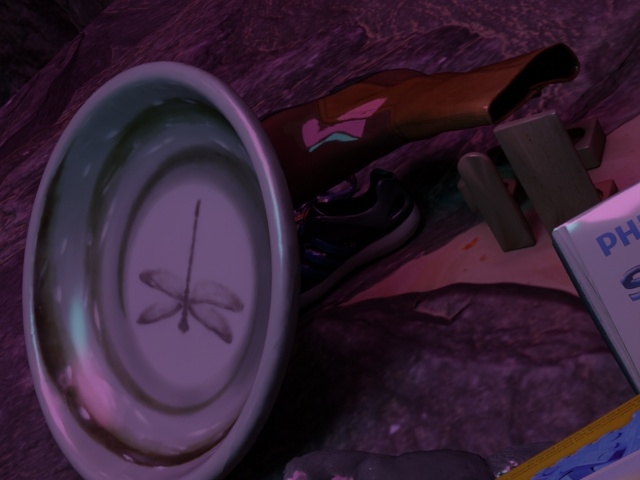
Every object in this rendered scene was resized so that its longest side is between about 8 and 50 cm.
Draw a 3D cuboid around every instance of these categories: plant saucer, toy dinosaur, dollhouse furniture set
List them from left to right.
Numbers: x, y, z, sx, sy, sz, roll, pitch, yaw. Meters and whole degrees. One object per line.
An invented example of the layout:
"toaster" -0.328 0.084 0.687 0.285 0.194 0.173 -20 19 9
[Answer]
"plant saucer" -0.134 0.040 1.066 0.100 0.401 0.400 4 -6 -45
"toy dinosaur" 0.004 -0.047 1.287 0.082 0.047 0.090 -32 9 -41
"dollhouse furniture set" 0.186 -0.089 1.053 0.144 0.123 0.151 -15 32 33

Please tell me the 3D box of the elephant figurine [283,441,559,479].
"elephant figurine" 0.042 0.247 0.657 0.169 0.186 0.239 11 44 -6

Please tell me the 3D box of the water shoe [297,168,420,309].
"water shoe" 0.000 0.000 1.162 0.203 0.080 0.073 -33 25 2

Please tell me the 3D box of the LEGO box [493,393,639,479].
"LEGO box" 0.043 0.257 0.390 0.500 0.193 0.372 -33 2 9

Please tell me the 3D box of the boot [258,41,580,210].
"boot" 0.069 -0.096 1.089 0.264 0.096 0.280 -28 18 -34

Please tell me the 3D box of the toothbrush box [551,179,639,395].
"toothbrush box" 0.257 -0.001 0.674 0.216 0.126 0.295 -29 -8 8
